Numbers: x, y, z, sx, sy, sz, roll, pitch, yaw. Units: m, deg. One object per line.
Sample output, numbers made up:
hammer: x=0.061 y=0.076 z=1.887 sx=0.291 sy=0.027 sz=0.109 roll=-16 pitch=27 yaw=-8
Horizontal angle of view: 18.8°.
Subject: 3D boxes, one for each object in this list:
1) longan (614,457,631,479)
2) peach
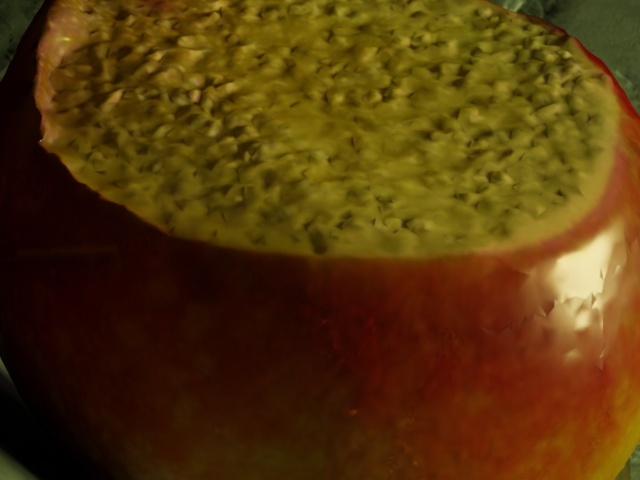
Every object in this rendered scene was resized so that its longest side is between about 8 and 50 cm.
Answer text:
longan: x=0.064 y=0.108 z=0.939 sx=0.185 sy=0.159 sz=0.204 roll=23 pitch=-27 yaw=41
peach: x=0.000 y=0.000 z=0.535 sx=0.192 sy=0.190 sz=0.190 roll=61 pitch=-11 yaw=-20
